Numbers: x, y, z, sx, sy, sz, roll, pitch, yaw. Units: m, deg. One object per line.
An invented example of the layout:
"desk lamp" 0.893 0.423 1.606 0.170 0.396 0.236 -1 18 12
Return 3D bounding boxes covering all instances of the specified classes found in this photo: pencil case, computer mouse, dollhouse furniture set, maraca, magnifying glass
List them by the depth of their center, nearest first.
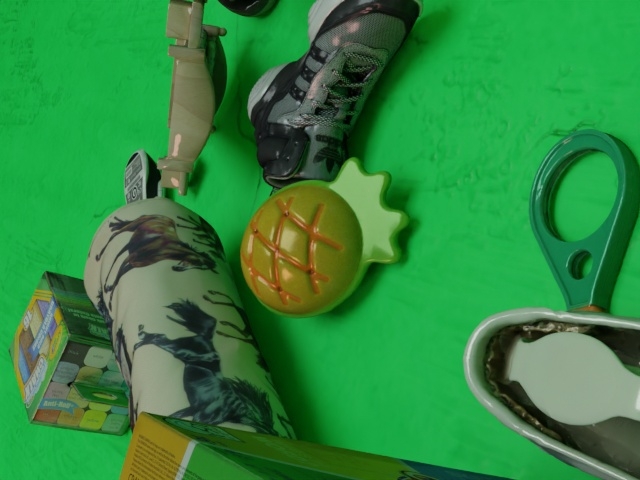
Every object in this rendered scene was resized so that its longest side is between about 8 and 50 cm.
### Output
"magnifying glass" 0.192 0.028 0.737 0.092 0.026 0.231 -23 56 49
"maraca" 0.000 0.000 0.963 0.185 0.099 0.127 -30 80 28
"pencil case" -0.135 0.142 1.040 0.410 0.159 0.184 -117 30 -47
"dollhouse furniture set" -0.085 -0.176 1.141 0.303 0.173 0.356 -101 18 -68
"computer mouse" -0.226 -0.033 1.360 0.106 0.042 0.193 -37 53 48

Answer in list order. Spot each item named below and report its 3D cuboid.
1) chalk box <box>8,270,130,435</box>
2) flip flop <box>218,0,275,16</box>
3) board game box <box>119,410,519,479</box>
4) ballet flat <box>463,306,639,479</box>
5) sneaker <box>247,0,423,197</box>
"chalk box" -0.294 0.156 1.290 0.132 0.132 0.213 -62 34 16
"flip flop" -0.120 -0.382 1.335 0.277 0.080 0.112 50 122 34
"board game box" 0.077 0.177 0.570 0.242 0.316 0.064 9 82 56
"ballet flat" 0.229 0.105 0.528 0.400 0.139 0.139 10 84 52
"sneaker" 0.017 -0.134 0.999 0.268 0.101 0.153 -40 46 48
